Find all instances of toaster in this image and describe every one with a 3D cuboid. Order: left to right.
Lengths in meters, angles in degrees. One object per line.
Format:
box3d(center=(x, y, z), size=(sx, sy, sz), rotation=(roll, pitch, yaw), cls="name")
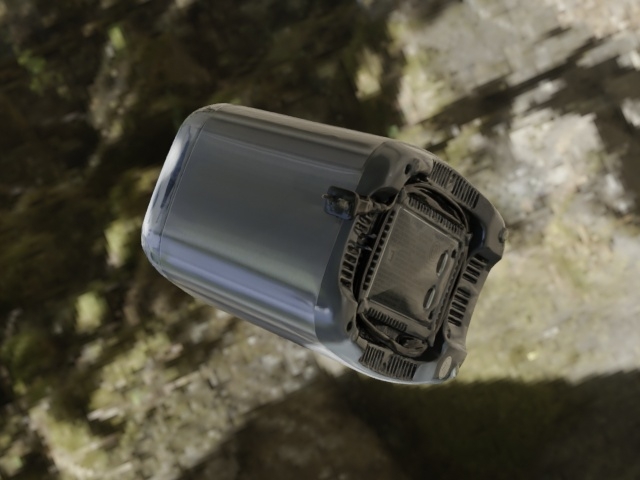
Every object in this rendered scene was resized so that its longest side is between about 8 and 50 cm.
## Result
box3d(center=(0.000, 0.000, 0.862), size=(0.146, 0.129, 0.227), rotation=(17, 176, 29), cls="toaster")
